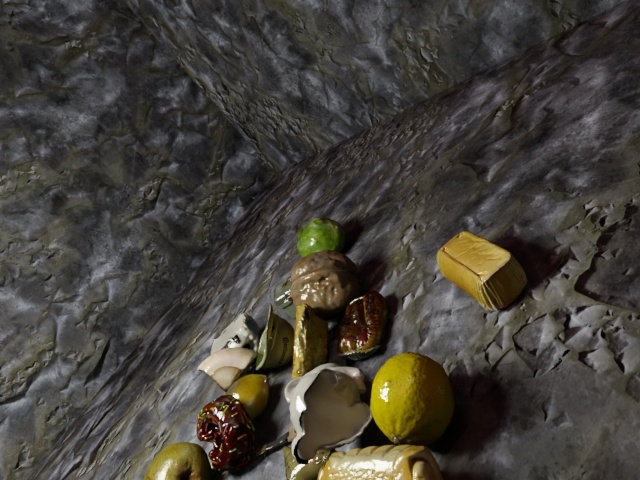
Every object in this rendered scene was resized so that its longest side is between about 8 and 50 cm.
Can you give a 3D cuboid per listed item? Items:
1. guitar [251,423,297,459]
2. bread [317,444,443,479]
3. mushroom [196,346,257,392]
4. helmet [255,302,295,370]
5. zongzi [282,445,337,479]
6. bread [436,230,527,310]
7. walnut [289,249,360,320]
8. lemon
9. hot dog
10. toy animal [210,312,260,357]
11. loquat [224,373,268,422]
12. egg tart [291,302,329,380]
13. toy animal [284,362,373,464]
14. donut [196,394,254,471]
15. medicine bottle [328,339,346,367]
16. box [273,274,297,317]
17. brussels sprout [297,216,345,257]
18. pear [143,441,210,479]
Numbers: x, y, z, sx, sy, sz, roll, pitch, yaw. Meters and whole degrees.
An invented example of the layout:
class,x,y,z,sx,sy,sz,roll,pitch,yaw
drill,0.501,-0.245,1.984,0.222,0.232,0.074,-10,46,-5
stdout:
class,x,y,z,sx,sy,sz,roll,pitch,yaw
guitar,-0.103,0.592,1.382,0.271,0.038,0.084,-38,18,21
bread,0.122,0.532,0.992,0.311,0.121,0.172,-24,48,41
mushroom,-0.350,0.454,1.732,0.173,0.162,0.236,-58,-4,-17
helmet,-0.147,0.369,1.706,0.204,0.137,0.257,-93,17,-60
zongzi,-0.029,0.576,1.245,0.160,0.078,0.176,-35,19,3
bread,0.447,0.078,1.321,0.152,0.119,0.288,-39,23,-1
walnut,0.013,0.166,1.727,0.273,0.273,0.227,-37,-6,12
lemon,0.211,0.367,1.076,0.192,0.192,0.231,-24,20,37
hot dog,0.134,0.272,1.509,0.163,0.082,0.270,-15,33,26
toy animal,-0.333,0.427,1.920,0.208,0.156,0.204,-46,23,10
loquat,-0.250,0.541,1.586,0.195,0.152,0.152,-40,20,-23
egg tart,-0.032,0.345,1.531,0.116,0.294,0.295,1,28,0
toy animal,0.007,0.431,1.252,0.258,0.194,0.357,-35,-2,-10
donut,-0.303,0.605,1.451,0.216,0.096,0.230,-41,61,35
medicine bottle,0.054,0.373,1.501,0.058,0.058,0.091,-34,23,17
box,-0.084,0.212,1.936,0.210,0.129,0.148,-36,22,15
brussels sprout,0.000,0.000,2.108,0.244,0.244,0.244,-35,23,17
pear,-0.445,0.748,1.456,0.211,0.188,0.228,-19,29,50
